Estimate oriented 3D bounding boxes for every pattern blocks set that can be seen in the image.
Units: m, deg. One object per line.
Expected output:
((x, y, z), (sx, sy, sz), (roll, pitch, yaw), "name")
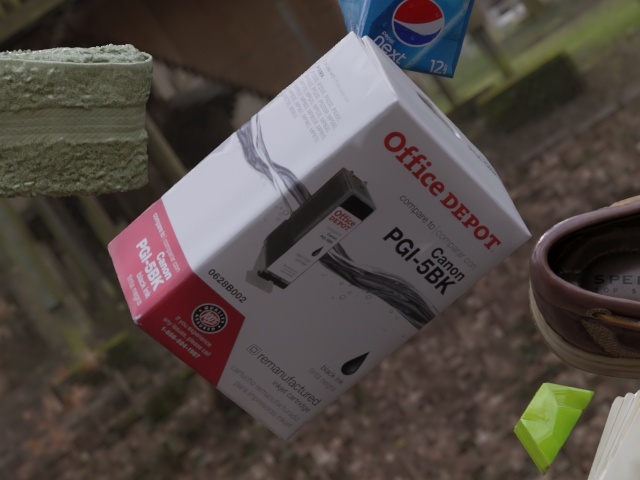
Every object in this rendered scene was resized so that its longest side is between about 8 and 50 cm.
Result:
((0.279, 0.212, 1.523), (0.325, 0.285, 0.026), (-43, -12, -39), "pattern blocks set")

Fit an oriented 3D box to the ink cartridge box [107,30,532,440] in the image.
((0.000, 0.000, 0.772), (0.135, 0.099, 0.056), (-41, 37, 11), "ink cartridge box")

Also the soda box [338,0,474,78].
((0.053, -0.189, 1.366), (0.210, 0.071, 0.067), (-102, 23, -62), "soda box")

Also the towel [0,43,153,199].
((-0.187, -0.078, 1.318), (0.148, 0.110, 0.027), (-3, 22, -18), "towel")

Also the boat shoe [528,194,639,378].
((0.276, 0.010, 1.005), (0.342, 0.123, 0.123), (-1, -17, 10), "boat shoe")
